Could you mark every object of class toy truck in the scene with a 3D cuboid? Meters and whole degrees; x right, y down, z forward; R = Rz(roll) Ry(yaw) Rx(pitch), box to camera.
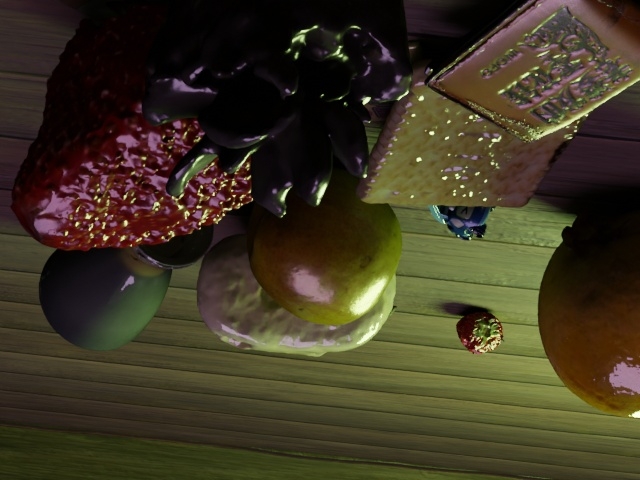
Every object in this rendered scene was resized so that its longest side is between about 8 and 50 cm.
[{"bbox_3d":[0.167,-0.043,1.830,0.090,0.056,0.073,27,162,-19],"label":"toy truck"}]

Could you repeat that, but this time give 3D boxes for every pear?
[{"bbox_3d":[0.000,0.000,1.796,0.200,0.200,0.200,5,162,2],"label":"pear"}]

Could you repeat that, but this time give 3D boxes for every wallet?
[{"bbox_3d":[0.213,-0.169,1.369,0.161,0.042,0.195,22,141,-35],"label":"wallet"}]

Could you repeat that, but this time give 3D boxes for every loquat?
[{"bbox_3d":[0.396,0.079,1.823,0.274,0.275,0.275,5,162,2],"label":"loquat"}]

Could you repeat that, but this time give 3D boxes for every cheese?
[{"bbox_3d":[-0.031,0.068,1.980,0.247,0.174,0.251,-5,171,23],"label":"cheese"}]

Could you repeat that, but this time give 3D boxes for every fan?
[{"bbox_3d":[-0.185,-0.229,1.440,0.152,0.008,0.227,0,160,17],"label":"fan"}]

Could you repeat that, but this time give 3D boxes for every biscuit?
[{"bbox_3d":[0.166,-0.113,1.587,0.217,0.044,0.325,3,158,-7],"label":"biscuit"}]

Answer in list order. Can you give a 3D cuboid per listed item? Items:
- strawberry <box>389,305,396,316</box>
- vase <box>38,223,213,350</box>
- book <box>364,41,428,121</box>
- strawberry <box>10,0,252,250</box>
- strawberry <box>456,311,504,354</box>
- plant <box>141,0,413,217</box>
[{"bbox_3d":[-0.014,0.088,2.206,0.228,0.098,0.174,1,161,23],"label":"strawberry"},{"bbox_3d":[-0.261,0.032,2.021,0.173,0.173,0.321,14,156,-24],"label":"vase"},{"bbox_3d":[0.033,-0.166,1.558,0.192,0.013,0.168,-1,160,19],"label":"book"},{"bbox_3d":[-0.157,-0.099,1.434,0.261,0.258,0.261,6,153,3],"label":"strawberry"},{"bbox_3d":[0.251,0.146,2.347,0.073,0.073,0.083,15,174,-25],"label":"strawberry"},{"bbox_3d":[-0.029,-0.153,1.208,0.188,0.276,0.199,26,152,-36],"label":"plant"}]
